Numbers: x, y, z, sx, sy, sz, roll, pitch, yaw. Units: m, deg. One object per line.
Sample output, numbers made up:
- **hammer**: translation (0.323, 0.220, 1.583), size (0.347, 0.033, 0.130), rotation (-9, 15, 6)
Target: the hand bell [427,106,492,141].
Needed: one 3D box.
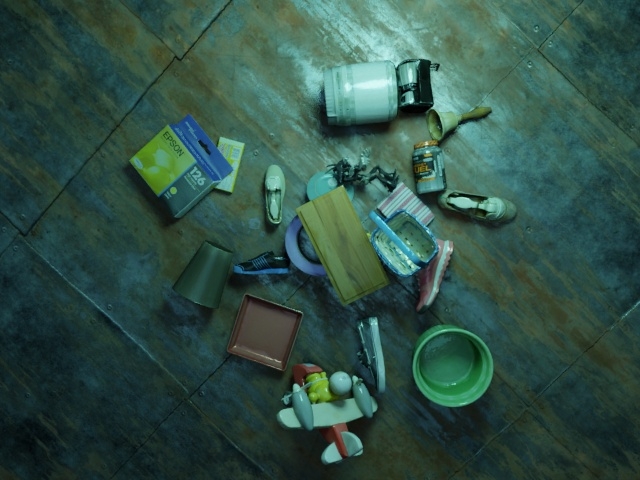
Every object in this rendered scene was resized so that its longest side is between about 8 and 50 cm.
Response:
- **hand bell**: translation (0.549, -0.478, 1.758), size (0.241, 0.126, 0.126), rotation (-18, 93, -8)

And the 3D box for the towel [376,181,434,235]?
- **towel**: translation (0.340, -0.117, 1.820), size (0.144, 0.029, 0.197), rotation (-44, 90, 8)

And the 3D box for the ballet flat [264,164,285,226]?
- **ballet flat**: translation (-0.184, -0.181, 1.819), size (0.086, 0.086, 0.249), rotation (-2, 93, 4)

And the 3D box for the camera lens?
- **camera lens**: translation (0.156, -0.548, 1.704), size (0.273, 0.219, 0.220), rotation (-5, 94, 4)

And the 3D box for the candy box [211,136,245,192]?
- **candy box**: translation (-0.382, -0.306, 1.850), size (0.105, 0.027, 0.206), rotation (16, 95, 6)

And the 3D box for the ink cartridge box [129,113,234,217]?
- **ink cartridge box**: translation (-0.560, -0.302, 1.830), size (0.307, 0.072, 0.304), rotation (-40, 86, 10)

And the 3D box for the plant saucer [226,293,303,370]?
- **plant saucer**: translation (-0.226, 0.373, 1.877), size (0.258, 0.048, 0.259), rotation (18, 96, 2)

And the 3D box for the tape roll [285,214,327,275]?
- **tape roll**: translation (0.000, 0.000, 1.817), size (0.274, 0.090, 0.275), rotation (0, 94, 3)

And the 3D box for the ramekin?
- **ramekin**: translation (0.504, 0.477, 1.787), size (0.302, 0.148, 0.304), rotation (0, 94, 3)

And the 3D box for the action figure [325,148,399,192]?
- **action figure**: translation (0.163, -0.278, 1.756), size (0.275, 0.164, 0.141), rotation (13, 126, -4)

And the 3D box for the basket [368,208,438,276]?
- **basket**: translation (0.304, 0.011, 1.657), size (0.201, 0.289, 0.255), rotation (-42, 63, 9)

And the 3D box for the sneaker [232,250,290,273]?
- **sneaker**: translation (-0.240, 0.088, 1.846), size (0.231, 0.081, 0.091), rotation (-1, 91, -3)

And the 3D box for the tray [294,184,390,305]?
- **tray**: translation (0.084, 0.019, 1.728), size (0.202, 0.076, 0.411), rotation (-26, 96, 3)

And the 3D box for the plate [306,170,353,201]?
- **plate**: translation (0.039, -0.201, 1.786), size (0.187, 0.024, 0.188), rotation (2, 63, -3)

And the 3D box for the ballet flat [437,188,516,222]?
- **ballet flat**: translation (0.612, -0.130, 1.761), size (0.315, 0.106, 0.108), rotation (9, 94, 3)

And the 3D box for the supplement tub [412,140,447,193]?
- **supplement tub**: translation (0.418, -0.282, 1.758), size (0.116, 0.117, 0.191), rotation (-9, 93, 4)

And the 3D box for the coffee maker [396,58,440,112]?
- **coffee maker**: translation (0.379, -0.585, 1.728), size (0.171, 0.120, 0.179), rotation (-5, 87, 6)

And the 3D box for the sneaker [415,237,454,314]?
- **sneaker**: translation (0.418, 0.134, 1.804), size (0.136, 0.116, 0.314), rotation (20, 88, 12)

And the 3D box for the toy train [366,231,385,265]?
- **toy train**: translation (0.224, 0.022, 1.825), size (0.125, 0.046, 0.167), rotation (7, 94, 3)

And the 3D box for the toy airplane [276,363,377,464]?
- **toy airplane**: translation (0.042, 0.626, 1.708), size (0.384, 0.386, 0.273), rotation (28, 107, 1)

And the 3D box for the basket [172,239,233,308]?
- **basket**: translation (-0.452, 0.128, 1.826), size (0.204, 0.154, 0.227), rotation (26, 92, 2)

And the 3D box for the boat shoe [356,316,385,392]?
- **boat shoe**: translation (0.198, 0.463, 1.828), size (0.102, 0.108, 0.302), rotation (-9, 91, 4)
